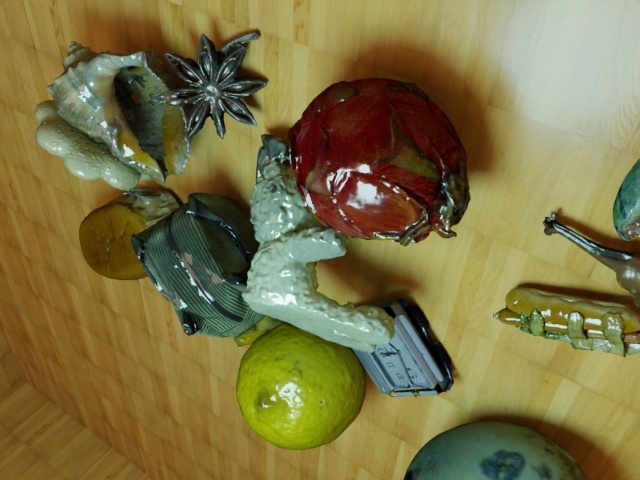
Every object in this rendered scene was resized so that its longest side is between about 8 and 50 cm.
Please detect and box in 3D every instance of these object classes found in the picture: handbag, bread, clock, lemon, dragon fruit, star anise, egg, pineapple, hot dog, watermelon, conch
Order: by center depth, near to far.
[{"bbox_3d":[0.510,-0.056,0.871,0.139,0.071,0.187,32,137,11],"label":"watermelon"},{"bbox_3d":[0.090,-0.131,1.016,0.342,0.277,0.278,12,129,36],"label":"dragon fruit"},{"bbox_3d":[0.442,0.144,1.073,0.269,0.072,0.109,6,141,38],"label":"hot dog"},{"bbox_3d":[-0.210,-0.320,1.227,0.230,0.081,0.262,36,104,-8],"label":"star anise"},{"bbox_3d":[0.361,0.557,1.271,0.345,0.345,0.428,46,136,2],"label":"egg"},{"bbox_3d":[-0.415,-0.314,1.361,0.297,0.210,0.352,-20,129,37],"label":"conch"},{"bbox_3d":[0.175,0.248,1.379,0.186,0.083,0.253,-18,108,47],"label":"clock"},{"bbox_3d":[-0.256,0.052,1.380,0.247,0.240,0.341,-35,78,8],"label":"handbag"},{"bbox_3d":[-0.535,-0.243,1.452,0.316,0.316,0.054,43,116,4],"label":"bread"},{"bbox_3d":[-0.043,0.344,1.456,0.335,0.336,0.336,22,133,26],"label":"lemon"},{"bbox_3d":[-0.166,0.170,1.613,0.164,0.140,0.250,-9,143,-1],"label":"pineapple"},{"bbox_3d":[-0.532,-0.010,1.700,0.388,0.183,0.236,-16,107,46],"label":"bread"}]

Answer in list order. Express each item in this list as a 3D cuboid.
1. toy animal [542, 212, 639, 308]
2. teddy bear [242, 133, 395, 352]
[{"bbox_3d":[0.485,0.043,0.965,0.229,0.066,0.224,42,170,-18],"label":"toy animal"},{"bbox_3d":[0.000,0.000,1.259,0.375,0.363,0.327,18,161,-3],"label":"teddy bear"}]
